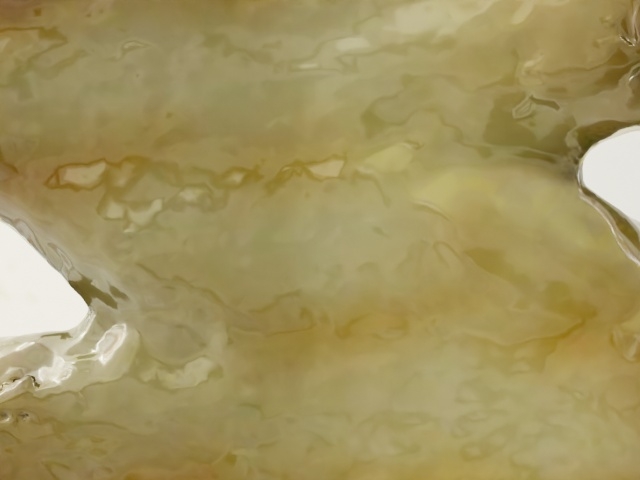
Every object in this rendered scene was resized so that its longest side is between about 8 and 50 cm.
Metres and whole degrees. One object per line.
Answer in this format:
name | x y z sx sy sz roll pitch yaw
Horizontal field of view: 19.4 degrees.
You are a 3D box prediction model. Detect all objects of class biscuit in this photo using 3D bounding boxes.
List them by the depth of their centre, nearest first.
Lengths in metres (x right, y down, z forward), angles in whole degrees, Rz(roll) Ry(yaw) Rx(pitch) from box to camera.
biscuit | 0.000 0.000 0.554 0.290 0.062 0.237 -6 -88 24
